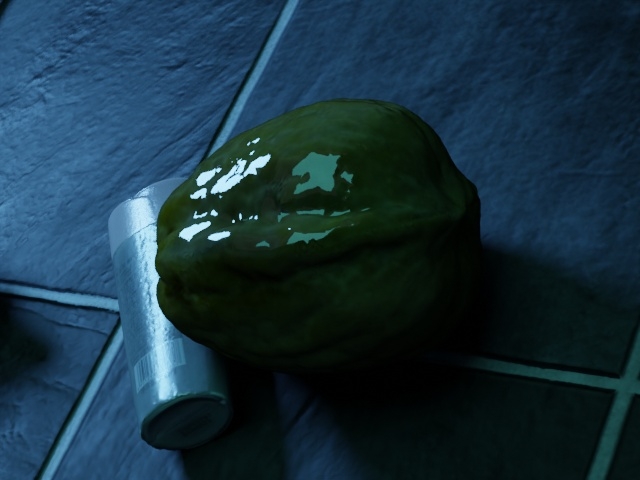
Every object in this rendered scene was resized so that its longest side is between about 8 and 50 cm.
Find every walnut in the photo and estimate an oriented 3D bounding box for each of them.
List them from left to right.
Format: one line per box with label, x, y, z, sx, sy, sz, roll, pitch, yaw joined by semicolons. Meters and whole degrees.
walnut;0.000;0.000;1.349;0.283;0.227;0.283;-13;4;1

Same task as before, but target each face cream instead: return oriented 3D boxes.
face cream;-0.137;0.061;1.471;0.107;0.073;0.269;-28;46;15
